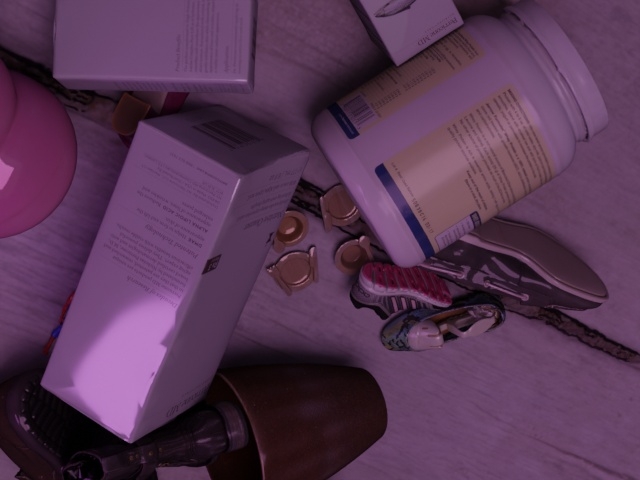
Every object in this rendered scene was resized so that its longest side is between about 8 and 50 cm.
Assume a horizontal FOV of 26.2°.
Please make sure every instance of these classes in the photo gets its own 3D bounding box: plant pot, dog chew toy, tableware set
[{"bbox_3d":[-0.029,0.260,1.945,0.230,0.215,0.215,-13,121,-27],"label":"plant pot"},{"bbox_3d":[-0.419,-0.140,1.551,0.207,0.206,0.332,-35,144,3],"label":"dog chew toy"},{"bbox_3d":[0.000,0.000,1.906,0.169,0.020,0.141,-21,122,-7],"label":"tableware set"}]

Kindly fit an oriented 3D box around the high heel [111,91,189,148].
[{"bbox_3d":[-0.176,-0.220,1.723,0.082,0.117,0.244,27,86,8],"label":"high heel"}]

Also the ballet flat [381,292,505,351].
[{"bbox_3d":[0.183,0.125,2.006,0.188,0.070,0.070,-20,121,-6],"label":"ballet flat"}]

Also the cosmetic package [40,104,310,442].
[{"bbox_3d":[-0.183,0.037,1.733,0.156,0.217,0.385,28,112,16],"label":"cosmetic package"}]

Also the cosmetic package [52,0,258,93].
[{"bbox_3d":[-0.193,-0.237,1.623,0.231,0.085,0.117,3,86,2],"label":"cosmetic package"}]

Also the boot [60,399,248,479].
[{"bbox_3d":[-0.238,0.280,1.843,0.229,0.263,0.091,-14,81,-27],"label":"boot"}]

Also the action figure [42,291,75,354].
[{"bbox_3d":[-0.335,0.108,1.853,0.038,0.030,0.115,23,106,-21],"label":"action figure"}]

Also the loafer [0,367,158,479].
[{"bbox_3d":[-0.348,0.303,1.915,0.130,0.134,0.366,-3,133,32],"label":"loafer"}]

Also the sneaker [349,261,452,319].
[{"bbox_3d":[0.110,0.077,1.960,0.170,0.063,0.075,10,137,-36],"label":"sneaker"}]

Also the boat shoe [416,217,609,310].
[{"bbox_3d":[0.255,0.032,1.964,0.335,0.112,0.095,24,125,-21],"label":"boat shoe"}]

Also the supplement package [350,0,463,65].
[{"bbox_3d":[0.083,-0.328,1.707,0.105,0.105,0.179,-34,122,1],"label":"supplement package"}]

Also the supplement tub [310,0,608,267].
[{"bbox_3d":[0.177,-0.140,1.763,0.325,0.235,0.235,-32,122,1],"label":"supplement tub"}]
